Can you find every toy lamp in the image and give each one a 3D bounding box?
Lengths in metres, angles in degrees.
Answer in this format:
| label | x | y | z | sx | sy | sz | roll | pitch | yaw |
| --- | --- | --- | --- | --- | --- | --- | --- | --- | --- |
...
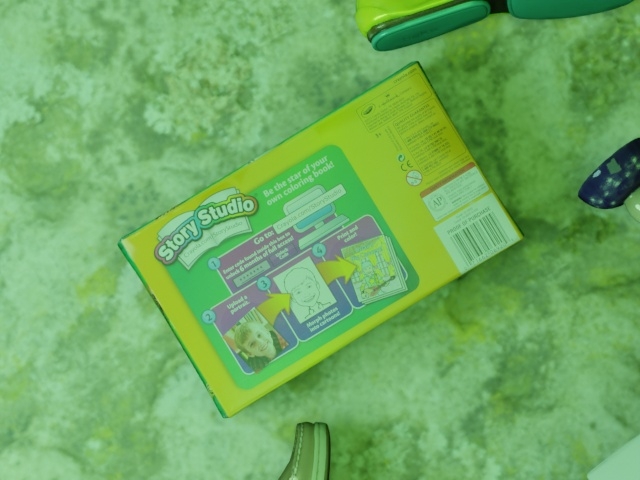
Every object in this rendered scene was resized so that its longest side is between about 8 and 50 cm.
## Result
| label | x | y | z | sx | sy | sz | roll | pitch | yaw |
| --- | --- | --- | --- | --- | --- | --- | --- | --- | --- |
| toy lamp | 0.322 | 0.039 | 1.548 | 0.080 | 0.080 | 0.274 | -40 | 76 | -2 |

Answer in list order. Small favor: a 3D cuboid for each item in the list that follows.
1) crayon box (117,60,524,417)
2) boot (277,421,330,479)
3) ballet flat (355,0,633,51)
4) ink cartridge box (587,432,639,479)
| label | x | y | z | sx | sy | sz | roll | pitch | yaw |
| --- | --- | --- | --- | --- | --- | --- | --- | --- | --- |
| crayon box | 0.000 | 0.000 | 1.567 | 0.278 | 0.081 | 0.165 | -31 | 89 | -1 |
| boot | -0.087 | 0.229 | 1.564 | 0.165 | 0.077 | 0.213 | 17 | 91 | 1 |
| ballet flat | 0.139 | -0.212 | 1.583 | 0.231 | 0.077 | 0.077 | -11 | 72 | 1 |
| ink cartridge box | 0.327 | 0.251 | 1.452 | 0.207 | 0.353 | 0.119 | 32 | 117 | -35 |
